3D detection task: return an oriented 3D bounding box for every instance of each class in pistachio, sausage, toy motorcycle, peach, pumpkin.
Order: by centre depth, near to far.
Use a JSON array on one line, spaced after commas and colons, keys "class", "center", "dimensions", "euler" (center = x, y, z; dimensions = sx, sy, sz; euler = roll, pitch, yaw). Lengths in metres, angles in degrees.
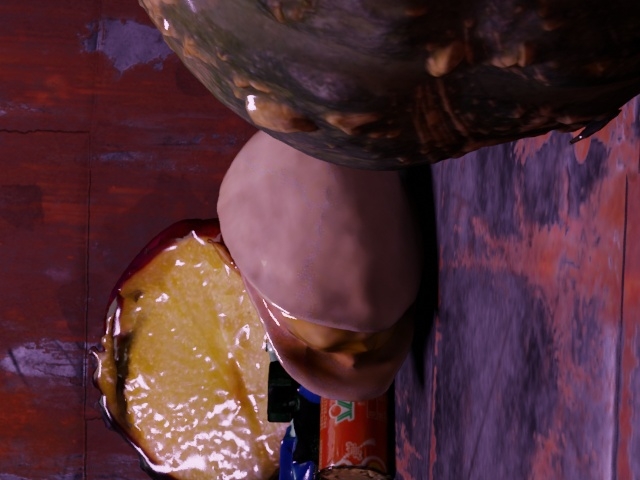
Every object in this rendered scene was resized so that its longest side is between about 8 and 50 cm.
[{"class": "pumpkin", "center": [0.035, -0.170, 0.490], "dimensions": [0.327, 0.258, 0.291], "euler": [-83, 11, -59]}, {"class": "pistachio", "center": [0.000, 0.000, 1.207], "dimensions": [0.299, 0.188, 0.187], "euler": [-99, 12, -46]}, {"class": "sausage", "center": [0.035, 0.120, 1.362], "dimensions": [0.083, 0.083, 0.263], "euler": [104, 168, -67]}, {"class": "toy motorcycle", "center": [-0.001, 0.246, 1.516], "dimensions": [0.196, 0.125, 0.331], "euler": [-96, 7, -50]}, {"class": "peach", "center": [-0.137, 0.179, 1.945], "dimensions": [0.353, 0.339, 0.416], "euler": [48, -154, -37]}]
